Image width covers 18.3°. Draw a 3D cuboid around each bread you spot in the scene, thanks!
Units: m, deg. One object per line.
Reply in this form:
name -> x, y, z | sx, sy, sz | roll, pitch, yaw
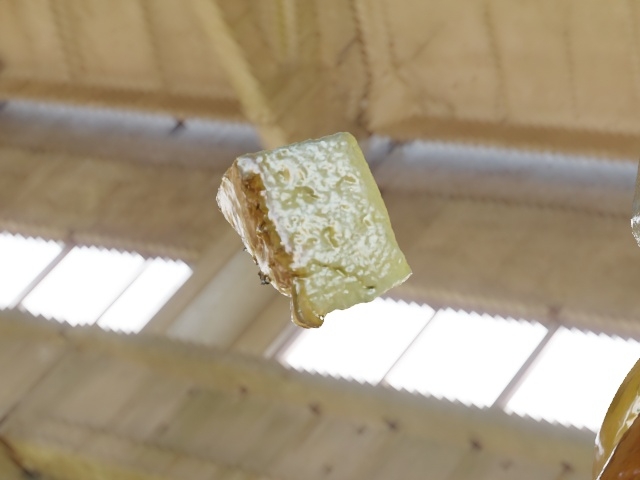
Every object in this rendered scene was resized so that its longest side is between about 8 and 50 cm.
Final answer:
bread -> 0.000, 0.000, 1.121 | 0.080, 0.084, 0.109 | 115, -45, -69

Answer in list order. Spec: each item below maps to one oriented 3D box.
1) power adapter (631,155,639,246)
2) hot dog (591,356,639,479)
power adapter -> 0.234, -0.051, 0.970 | 0.125, 0.130, 0.205 | 10, -7, 0
hot dog -> 0.175, 0.057, 0.575 | 0.194, 0.326, 0.107 | 7, -69, 40
